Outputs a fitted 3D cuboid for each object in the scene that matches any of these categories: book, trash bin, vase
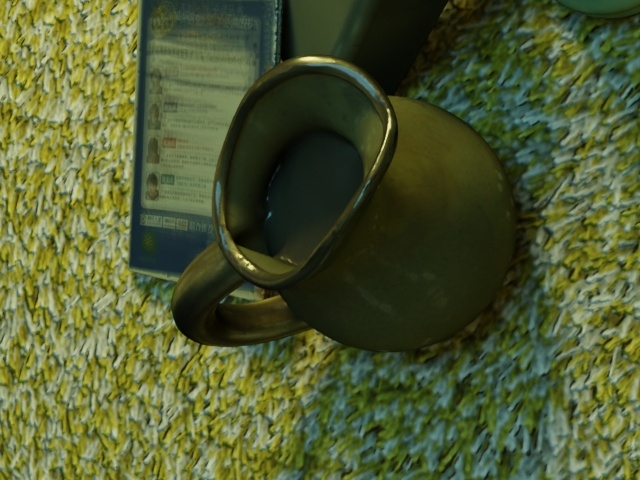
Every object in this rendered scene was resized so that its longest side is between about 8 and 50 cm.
[{"bbox_3d":[-0.121,-0.110,1.725,0.228,0.018,0.322,12,101,45],"label":"book"},{"bbox_3d":[0.040,-0.257,1.608,0.164,0.122,0.240,61,148,27],"label":"trash bin"},{"bbox_3d":[0.000,0.000,1.530,0.329,0.302,0.241,-38,63,21],"label":"vase"}]

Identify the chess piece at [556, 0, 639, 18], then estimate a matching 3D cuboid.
[{"bbox_3d":[0.219,-0.314,1.468,0.176,0.298,0.176,-7,76,28],"label":"chess piece"}]
